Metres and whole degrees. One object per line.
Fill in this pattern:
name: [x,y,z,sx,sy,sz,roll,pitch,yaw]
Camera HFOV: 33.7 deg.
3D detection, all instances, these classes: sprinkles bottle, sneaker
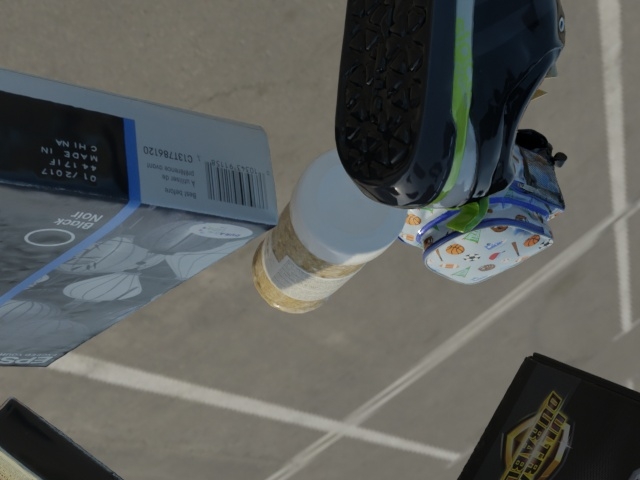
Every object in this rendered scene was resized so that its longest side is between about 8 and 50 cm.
sprinkles bottle: [0.000,0.000,1.253,0.121,0.121,0.355,-29,173,-17]
sneaker: [0.068,-0.122,0.488,0.097,0.084,0.234,4,101,-39]

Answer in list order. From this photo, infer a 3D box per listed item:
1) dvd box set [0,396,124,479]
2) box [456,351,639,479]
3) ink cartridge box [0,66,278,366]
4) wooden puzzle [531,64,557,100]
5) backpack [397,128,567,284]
dvd box set: [-0.315,0.380,1.306,0.062,0.308,0.420,-53,180,-39]
box: [0.189,0.251,0.741,0.073,0.293,0.295,36,82,-28]
ink cartridge box: [-0.187,0.016,0.599,0.165,0.065,0.333,7,156,-39]
wooden puzzle: [0.219,-0.205,1.144,0.079,0.116,0.014,-14,174,-10]
backpack: [0.235,-0.061,1.714,0.263,0.213,0.276,25,132,-36]
